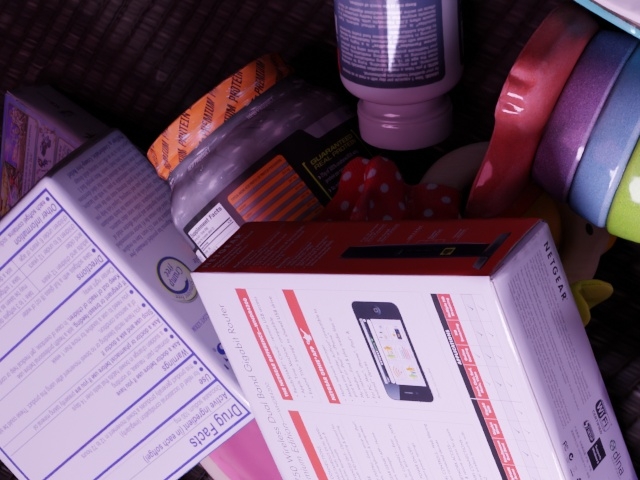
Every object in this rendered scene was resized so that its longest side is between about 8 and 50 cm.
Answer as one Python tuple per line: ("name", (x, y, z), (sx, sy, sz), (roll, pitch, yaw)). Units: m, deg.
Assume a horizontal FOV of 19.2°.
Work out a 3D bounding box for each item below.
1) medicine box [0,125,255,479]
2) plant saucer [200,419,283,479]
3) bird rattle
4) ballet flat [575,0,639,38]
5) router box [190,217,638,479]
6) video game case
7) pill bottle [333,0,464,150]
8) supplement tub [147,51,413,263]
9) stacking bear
("medicine box", (-0.205, 0.093, 1.768), (0.289, 0.149, 0.263), (48, 121, -4))
("plant saucer", (-0.036, 0.159, 1.890), (0.332, 0.084, 0.332), (20, 126, 31))
("bird rattle", (0.132, 0.005, 1.569), (0.253, 0.207, 0.143), (38, 148, 15))
("ballet flat", (0.181, -0.259, 1.437), (0.400, 0.139, 0.139), (31, 131, 24))
("router box", (0.086, 0.143, 1.492), (0.301, 0.082, 0.335), (1, 123, 41))
("video game case", (-0.242, 0.010, 1.931), (0.244, 0.061, 0.270), (33, 125, 38))
("pill bottle", (0.066, -0.173, 1.585), (0.108, 0.108, 0.180), (15, 123, 34))
("supplement tub", (0.000, 0.000, 1.685), (0.316, 0.193, 0.193), (52, 136, 3))
("stacking bear", (0.284, -0.055, 1.440), (0.289, 0.164, 0.175), (26, 141, 12))
